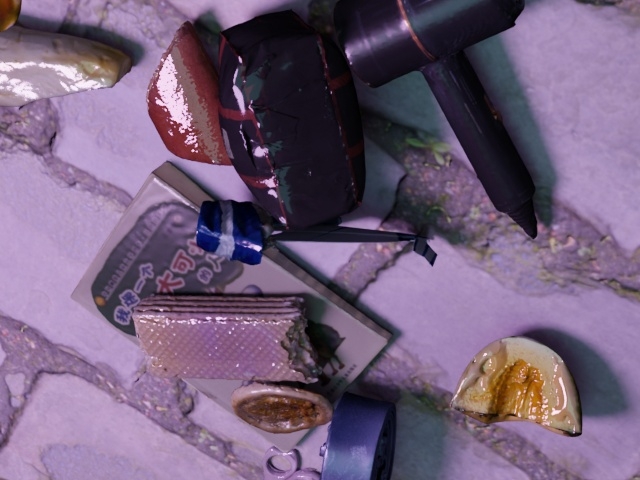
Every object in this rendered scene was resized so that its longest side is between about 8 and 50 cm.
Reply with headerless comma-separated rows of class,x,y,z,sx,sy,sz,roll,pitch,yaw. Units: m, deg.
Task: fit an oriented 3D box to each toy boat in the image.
toy boat,-0.018,-0.006,1.402,0.291,0.210,0.070,2,101,-28

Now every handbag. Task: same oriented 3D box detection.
handbag,-0.036,-0.139,1.315,0.155,0.169,0.215,-15,112,-3

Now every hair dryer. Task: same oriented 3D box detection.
hair dryer,0.180,-0.149,1.293,0.189,0.107,0.352,-22,116,25

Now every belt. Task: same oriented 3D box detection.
belt,0.047,0.289,1.535,0.082,0.141,0.190,11,129,15

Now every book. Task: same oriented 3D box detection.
book,-0.124,0.099,1.551,0.371,0.043,0.260,36,122,-3

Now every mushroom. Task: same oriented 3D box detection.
mushroom,-0.396,-0.218,1.449,0.333,0.087,0.107,13,120,9

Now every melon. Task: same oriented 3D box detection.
melon,0.250,0.175,1.450,0.160,0.079,0.128,12,102,14

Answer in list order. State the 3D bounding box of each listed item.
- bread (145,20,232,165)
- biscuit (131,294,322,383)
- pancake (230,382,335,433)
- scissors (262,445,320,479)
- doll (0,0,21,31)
bread,-0.155,-0.154,1.408,0.119,0.067,0.192,-21,109,27
biscuit,-0.119,0.126,1.507,0.238,0.062,0.108,0,121,19
pancake,-0.049,0.218,1.534,0.139,0.022,0.139,4,146,3
scissors,-0.079,0.363,1.696,0.100,0.015,0.189,45,124,-7
doll,-0.364,-0.424,1.251,0.339,0.209,0.318,39,125,-7
